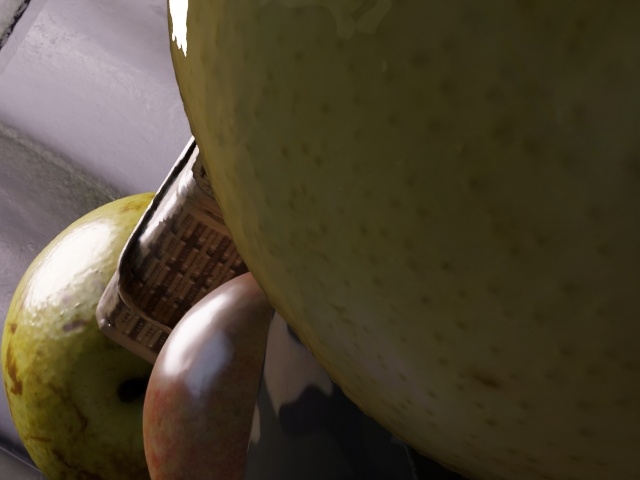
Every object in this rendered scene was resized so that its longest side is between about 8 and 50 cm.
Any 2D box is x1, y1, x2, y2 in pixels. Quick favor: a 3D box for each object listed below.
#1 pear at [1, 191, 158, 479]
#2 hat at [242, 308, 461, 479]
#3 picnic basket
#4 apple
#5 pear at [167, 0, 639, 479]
[{"bbox_3d":[-0.122,0.097,1.326,0.283,0.283,0.283,-56,9,13],"label":"pear"},{"bbox_3d":[-0.064,0.202,0.682,0.366,0.257,0.381,-141,41,-82],"label":"hat"},{"bbox_3d":[0.008,-0.023,1.167,0.175,0.228,0.313,-54,8,38],"label":"picnic basket"},{"bbox_3d":[-0.007,0.105,0.920,0.188,0.188,0.174,-60,4,-18],"label":"apple"},{"bbox_3d":[0.104,-0.060,0.499,0.309,0.309,0.309,-56,9,13],"label":"pear"}]
